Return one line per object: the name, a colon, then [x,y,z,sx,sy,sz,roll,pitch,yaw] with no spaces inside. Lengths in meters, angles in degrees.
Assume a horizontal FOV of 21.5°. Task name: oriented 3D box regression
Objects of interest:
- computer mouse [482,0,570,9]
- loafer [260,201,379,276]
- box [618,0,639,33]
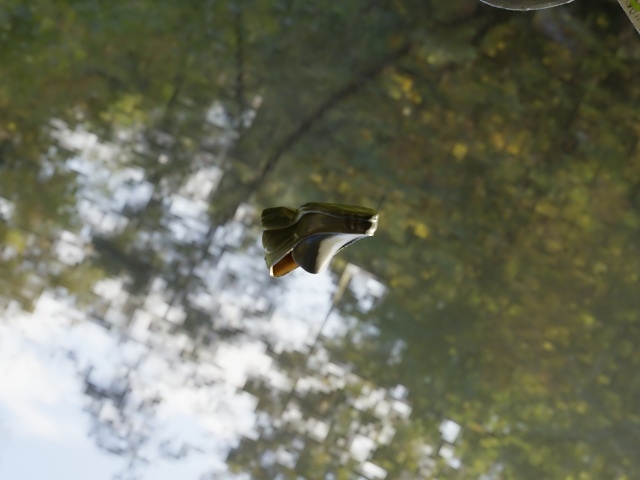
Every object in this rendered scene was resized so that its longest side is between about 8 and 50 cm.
computer mouse: [0.195,-0.250,1.137,0.188,0.072,0.272,19,147,-30]
loafer: [0.000,0.000,1.491,0.062,0.061,0.170,7,173,-25]
box: [0.329,-0.190,1.437,0.114,0.036,0.207,58,-146,3]
